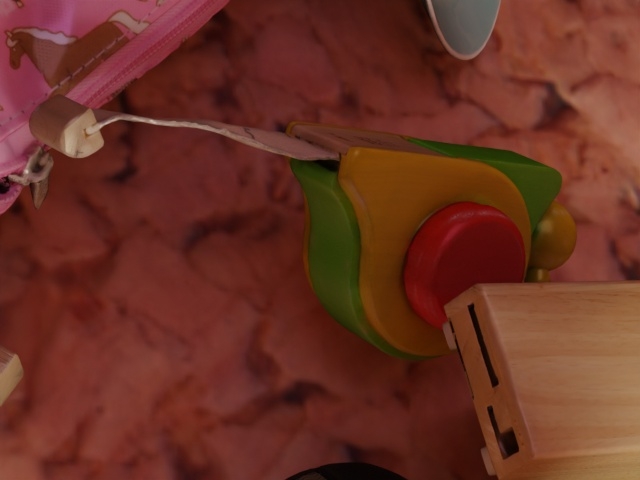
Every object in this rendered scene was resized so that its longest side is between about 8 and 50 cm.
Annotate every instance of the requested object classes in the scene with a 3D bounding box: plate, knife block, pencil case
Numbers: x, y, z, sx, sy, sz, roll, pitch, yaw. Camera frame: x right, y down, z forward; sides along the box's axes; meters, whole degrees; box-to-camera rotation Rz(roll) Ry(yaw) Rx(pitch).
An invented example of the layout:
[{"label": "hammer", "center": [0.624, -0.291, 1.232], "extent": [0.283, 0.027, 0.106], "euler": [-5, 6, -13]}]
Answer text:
[{"label": "plate", "center": [0.075, -0.198, 1.102], "extent": [0.024, 0.188, 0.188], "euler": [2, 57, 22]}, {"label": "knife block", "center": [0.200, 0.069, 0.962], "extent": [0.242, 0.276, 0.088], "euler": [-19, 69, 5]}, {"label": "pencil case", "center": [-0.116, -0.159, 1.009], "extent": [0.386, 0.160, 0.167], "euler": [-45, 108, -32]}]

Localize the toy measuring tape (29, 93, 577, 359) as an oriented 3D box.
[{"label": "toy measuring tape", "center": [0.000, 0.000, 0.973], "extent": [0.330, 0.121, 0.121], "euler": [5, 62, -35]}]

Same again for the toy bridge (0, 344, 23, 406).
[{"label": "toy bridge", "center": [-0.231, 0.043, 0.909], "extent": [0.188, 0.026, 0.063], "euler": [27, 63, 16]}]

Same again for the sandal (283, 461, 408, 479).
[{"label": "sandal", "center": [0.051, 0.225, 0.881], "extent": [0.120, 0.086, 0.303], "euler": [-7, 37, -16]}]
